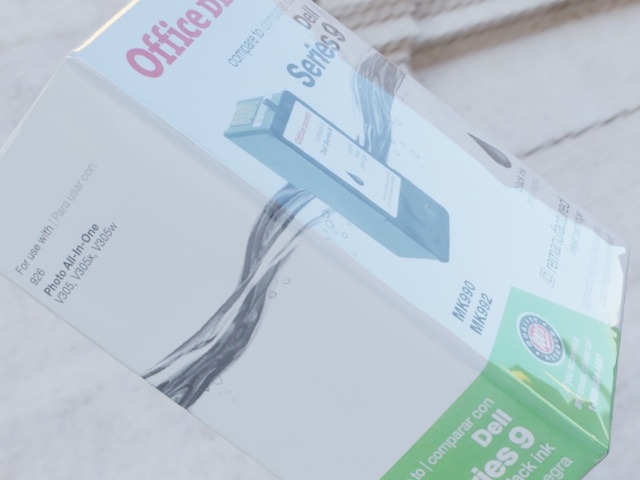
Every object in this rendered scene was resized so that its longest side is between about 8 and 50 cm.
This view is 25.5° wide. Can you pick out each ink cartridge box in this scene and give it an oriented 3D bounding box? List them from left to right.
[{"bbox_3d":[0.000,0.000,0.698,0.121,0.289,0.211,-50,6,30],"label":"ink cartridge box"}]
